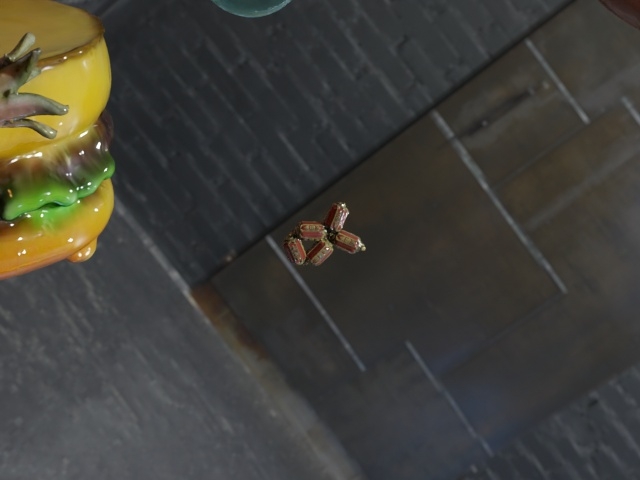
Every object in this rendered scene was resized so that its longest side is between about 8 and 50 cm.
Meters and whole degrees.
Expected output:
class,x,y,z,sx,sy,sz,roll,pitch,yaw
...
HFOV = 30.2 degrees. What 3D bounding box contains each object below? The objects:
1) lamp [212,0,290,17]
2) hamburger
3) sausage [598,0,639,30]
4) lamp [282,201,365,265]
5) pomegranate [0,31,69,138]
class,x,y,z,sx,sy,sz,roll,pitch,yaw
lamp,-0.023,-0.285,0.661,0.209,0.284,0.147,38,-21,-31
hamburger,-0.421,-0.111,1.329,0.396,0.395,0.277,-81,176,-67
sausage,0.098,-0.114,0.418,0.047,0.040,0.177,33,21,-32
lamp,0.000,0.000,1.294,0.063,0.083,0.031,64,-3,-16
pomegranate,-0.326,-0.101,0.971,0.224,0.181,0.181,-17,63,-25
